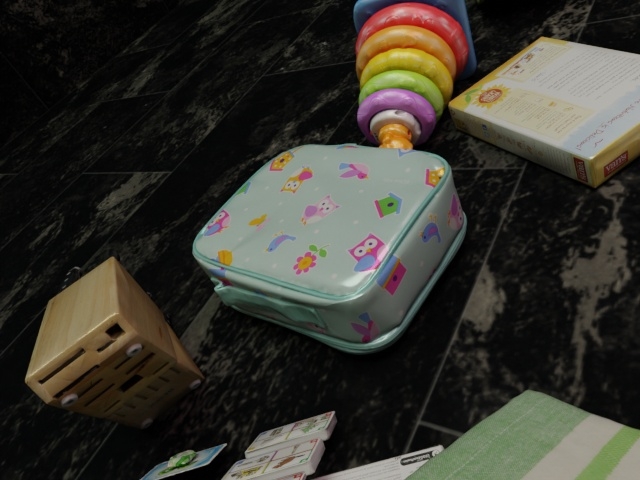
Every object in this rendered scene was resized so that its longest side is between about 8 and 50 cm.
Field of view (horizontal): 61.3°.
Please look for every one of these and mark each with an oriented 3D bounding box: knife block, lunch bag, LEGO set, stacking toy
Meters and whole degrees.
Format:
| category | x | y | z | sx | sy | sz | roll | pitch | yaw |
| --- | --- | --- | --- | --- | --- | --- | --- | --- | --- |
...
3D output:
| category | x | y | z | sx | sy | sz | roll | pitch | yaw |
| --- | --- | --- | --- | --- | --- | --- | --- | --- | --- |
| knife block | -0.239 | 0.073 | 0.578 | 0.088 | 0.276 | 0.242 | -39 | 67 | -11 |
| lunch bag | 0.000 | 0.000 | 0.603 | 0.279 | 0.108 | 0.224 | 11 | 56 | 42 |
| LEGO set | -0.108 | 0.214 | 0.421 | 0.244 | 0.060 | 0.182 | -20 | -4 | 9 |
| stacking toy | 0.112 | -0.187 | 0.738 | 0.165 | 0.175 | 0.302 | -2 | 59 | 25 |

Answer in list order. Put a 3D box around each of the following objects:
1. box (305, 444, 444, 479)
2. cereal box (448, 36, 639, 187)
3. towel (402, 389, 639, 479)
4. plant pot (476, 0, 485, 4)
| category | x | y | z | sx | sy | sz | roll | pitch | yaw |
| --- | --- | --- | --- | --- | --- | --- | --- | --- | --- |
| box | 0.005 | 0.232 | 0.388 | 0.206 | 0.036 | 0.114 | -20 | 38 | 13 |
| cereal box | 0.294 | -0.165 | 0.648 | 0.173 | 0.047 | 0.240 | -35 | 37 | -6 |
| towel | 0.191 | 0.174 | 0.235 | 0.247 | 0.038 | 0.324 | -12 | 18 | -43 |
| plant pot | 0.423 | -0.607 | 0.863 | 0.352 | 0.367 | 0.367 | -6 | 42 | 13 |
